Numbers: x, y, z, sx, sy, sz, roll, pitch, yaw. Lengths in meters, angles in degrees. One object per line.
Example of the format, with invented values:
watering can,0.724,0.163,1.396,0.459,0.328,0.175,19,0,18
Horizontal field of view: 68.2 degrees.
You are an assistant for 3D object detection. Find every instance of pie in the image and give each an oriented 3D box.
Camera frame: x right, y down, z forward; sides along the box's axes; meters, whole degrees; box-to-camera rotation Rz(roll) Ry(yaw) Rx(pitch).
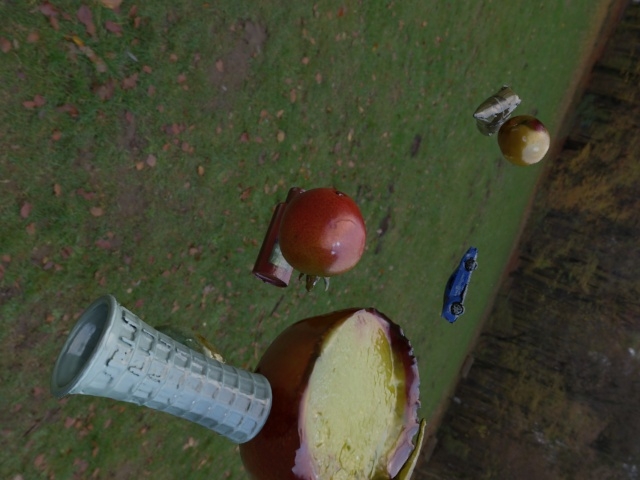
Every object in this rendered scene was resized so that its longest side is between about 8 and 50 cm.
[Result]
pie,-0.309,0.312,1.113,0.067,0.302,0.302,-41,147,-45

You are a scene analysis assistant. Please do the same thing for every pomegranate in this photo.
pomegranate,0.000,0.000,1.141,0.221,0.221,0.256,-24,126,-58

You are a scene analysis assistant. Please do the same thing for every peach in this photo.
peach,0.551,-0.267,1.279,0.138,0.138,0.138,-48,151,-37
peach,0.013,0.331,0.936,0.310,0.335,0.406,-34,-152,47

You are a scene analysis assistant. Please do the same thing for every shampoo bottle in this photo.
shampoo bottle,-0.107,-0.016,1.437,0.076,0.118,0.314,-34,-146,58

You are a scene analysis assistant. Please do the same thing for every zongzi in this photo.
zongzi,0.458,-0.333,1.327,0.176,0.078,0.160,-35,161,-22

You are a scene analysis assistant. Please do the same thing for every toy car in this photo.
toy car,0.372,0.117,1.274,0.103,0.063,0.216,22,84,-75

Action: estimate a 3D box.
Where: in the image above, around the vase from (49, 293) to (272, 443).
vase,-0.213,0.205,0.699,0.299,0.143,0.143,35,78,-33
